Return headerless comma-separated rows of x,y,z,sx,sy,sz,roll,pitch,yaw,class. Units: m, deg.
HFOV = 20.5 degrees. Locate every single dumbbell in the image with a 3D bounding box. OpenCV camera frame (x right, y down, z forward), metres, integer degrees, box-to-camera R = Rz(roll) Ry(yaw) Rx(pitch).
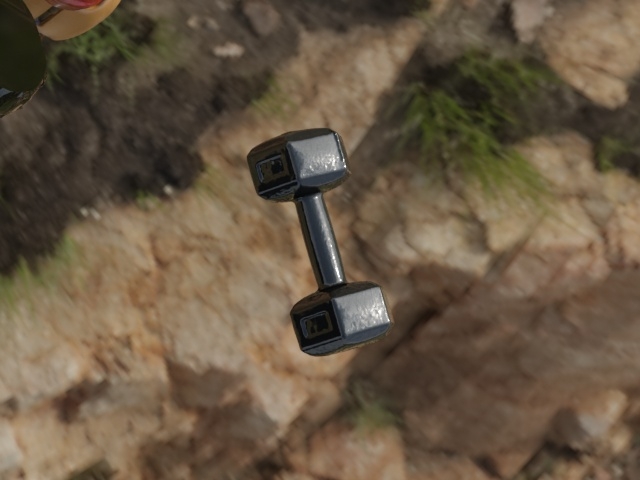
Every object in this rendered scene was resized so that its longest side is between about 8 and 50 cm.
0.000,0.000,0.651,0.040,0.036,0.083,-14,85,-25,dumbbell

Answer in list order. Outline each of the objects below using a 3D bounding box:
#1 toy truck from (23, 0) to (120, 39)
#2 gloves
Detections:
-0.261,-0.310,1.585,0.265,0.189,0.239,36,57,-23,toy truck
-0.271,-0.094,1.080,0.180,0.129,0.106,-20,115,27,gloves
